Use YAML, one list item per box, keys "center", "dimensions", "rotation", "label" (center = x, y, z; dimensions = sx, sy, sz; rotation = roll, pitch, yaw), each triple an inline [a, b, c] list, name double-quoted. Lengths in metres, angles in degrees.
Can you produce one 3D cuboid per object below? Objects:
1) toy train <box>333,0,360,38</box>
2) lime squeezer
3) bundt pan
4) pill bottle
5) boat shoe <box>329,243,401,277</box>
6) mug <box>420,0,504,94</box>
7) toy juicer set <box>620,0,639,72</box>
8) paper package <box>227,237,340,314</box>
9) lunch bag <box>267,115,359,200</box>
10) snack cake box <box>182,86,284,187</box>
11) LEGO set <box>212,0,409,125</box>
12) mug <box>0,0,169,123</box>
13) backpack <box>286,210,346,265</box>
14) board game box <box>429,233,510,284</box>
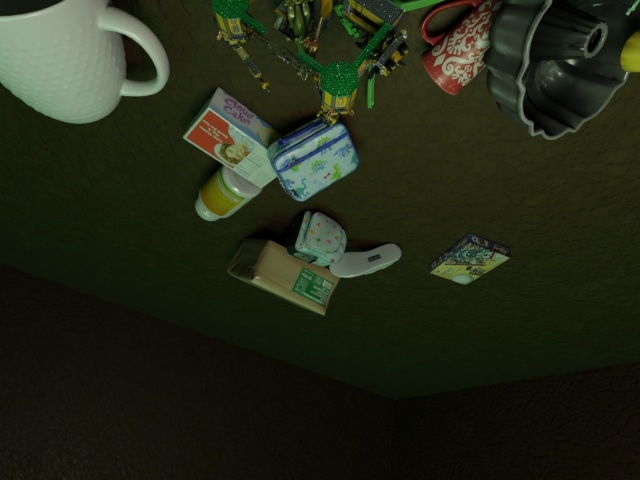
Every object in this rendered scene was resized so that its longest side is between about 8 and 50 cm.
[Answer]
- center: [0.055, -0.454, 0.837]
  dimensions: [0.024, 0.017, 0.083]
  rotation: [-4, 145, 39]
  label: "toy train"
- center: [0.148, -0.413, 0.827]
  dimensions: [0.110, 0.058, 0.310]
  rotation: [29, 144, -13]
  label: "lime squeezer"
- center: [0.410, -0.348, 0.687]
  dimensions: [0.331, 0.124, 0.330]
  rotation: [-18, 130, -23]
  label: "bundt pan"
- center: [-0.299, -0.153, 1.280]
  dimensions: [0.136, 0.136, 0.246]
  rotation: [31, 142, -28]
  label: "pill bottle"
- center: [0.163, 0.081, 1.489]
  dimensions: [0.268, 0.096, 0.088]
  rotation: [-19, 158, -8]
  label: "boat shoe"
- center: [0.285, -0.392, 0.782]
  dimensions: [0.150, 0.113, 0.169]
  rotation: [27, 140, -25]
  label: "mug"
- center: [0.617, -0.430, 0.626]
  dimensions: [0.329, 0.089, 0.209]
  rotation: [-31, 123, 1]
  label: "toy juicer set"
- center: [-0.142, 0.130, 1.536]
  dimensions: [0.325, 0.168, 0.309]
  rotation: [30, 169, -25]
  label: "paper package"
- center: [-0.019, -0.218, 1.065]
  dimensions: [0.219, 0.090, 0.176]
  rotation: [-28, 137, -1]
  label: "lunch bag"
- center: [-0.219, -0.273, 1.122]
  dimensions: [0.264, 0.089, 0.152]
  rotation: [32, 142, -29]
  label: "snack cake box"
- center: [-0.014, -0.357, 0.738]
  dimensions: [0.331, 0.254, 0.192]
  rotation: [29, 172, 3]
  label: "LEGO set"
- center: [-0.511, -0.408, 0.848]
  dimensions: [0.374, 0.276, 0.328]
  rotation: [9, 156, -5]
  label: "mug"
- center: [0.000, 0.000, 1.395]
  dimensions: [0.188, 0.165, 0.144]
  rotation: [28, 153, -28]
  label: "backpack"
- center: [0.531, 0.074, 1.462]
  dimensions: [0.165, 0.042, 0.243]
  rotation: [19, 146, -12]
  label: "board game box"
